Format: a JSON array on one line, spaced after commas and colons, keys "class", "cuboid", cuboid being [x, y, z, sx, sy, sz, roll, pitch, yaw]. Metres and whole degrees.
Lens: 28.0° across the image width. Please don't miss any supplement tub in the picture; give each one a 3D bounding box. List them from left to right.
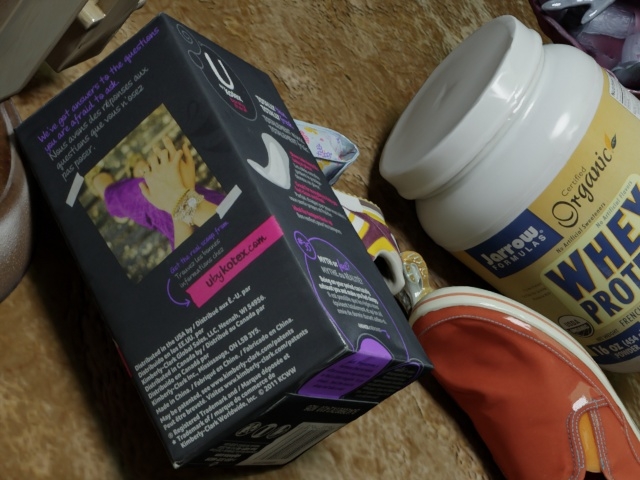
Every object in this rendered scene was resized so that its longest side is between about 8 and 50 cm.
[{"class": "supplement tub", "cuboid": [0.236, -0.044, 1.233, 0.316, 0.228, 0.228, 37, 34, -15]}]

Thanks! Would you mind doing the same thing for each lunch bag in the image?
[{"class": "lunch bag", "cuboid": [-0.013, -0.062, 1.115, 0.083, 0.071, 0.053, 10, 47, -44]}]

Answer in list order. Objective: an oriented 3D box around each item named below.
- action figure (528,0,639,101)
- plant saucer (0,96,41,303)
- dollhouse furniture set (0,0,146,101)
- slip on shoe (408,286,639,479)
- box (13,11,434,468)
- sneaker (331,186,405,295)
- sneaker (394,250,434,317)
[{"class": "action figure", "cuboid": [0.331, -0.193, 1.445, 0.370, 0.275, 0.248, 61, 7, -70]}, {"class": "plant saucer", "cuboid": [-0.309, -0.079, 0.824, 0.310, 0.050, 0.310, 28, 37, -24]}, {"class": "dollhouse furniture set", "cuboid": [-0.295, -0.270, 0.837, 0.355, 0.174, 0.303, 48, 33, 1]}, {"class": "slip on shoe", "cuboid": [0.196, 0.172, 1.072, 0.331, 0.123, 0.101, 49, 37, -6]}, {"class": "box", "cuboid": [-0.066, 0.006, 0.885, 0.270, 0.143, 0.165, 61, 16, 21]}, {"class": "sneaker", "cuboid": [0.000, 0.000, 1.067, 0.185, 0.069, 0.084, 10, 43, -42]}, {"class": "sneaker", "cuboid": [0.084, 0.051, 1.144, 0.032, 0.037, 0.083, -13, 87, -31]}]
